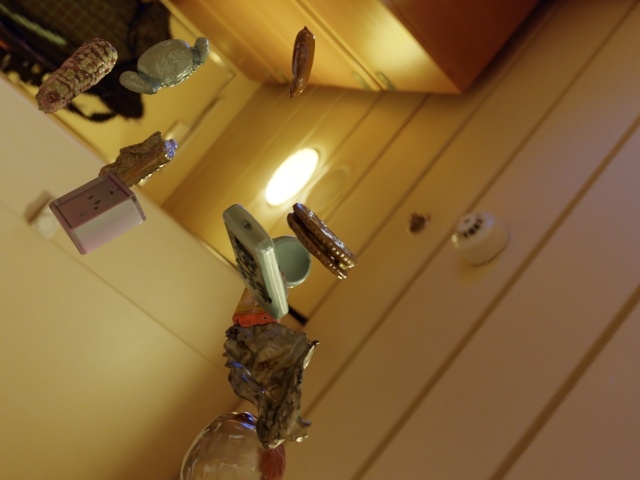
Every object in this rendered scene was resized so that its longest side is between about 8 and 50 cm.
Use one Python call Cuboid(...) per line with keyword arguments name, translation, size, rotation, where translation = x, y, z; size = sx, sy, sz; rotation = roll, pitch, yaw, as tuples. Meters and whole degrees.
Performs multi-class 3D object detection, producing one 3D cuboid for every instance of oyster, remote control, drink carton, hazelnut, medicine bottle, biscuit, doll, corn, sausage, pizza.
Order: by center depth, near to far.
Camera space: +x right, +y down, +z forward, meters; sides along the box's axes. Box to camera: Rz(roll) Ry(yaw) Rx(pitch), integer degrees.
Cuboid(name="oyster", translation=(-0.082, 0.273, 1.664), size=(0.198, 0.133, 0.337), rotation=(-13, -151, -10))
Cuboid(name="remote control", translation=(-0.131, 0.050, 1.723), size=(0.056, 0.296, 0.140), rotation=(-33, -120, -16))
Cuboid(name="doll", translation=(-0.326, -0.376, 1.793), size=(0.214, 0.071, 0.103), rotation=(-31, -120, -18))
Cuboid(name="hazelnut", translation=(-0.196, 0.527, 1.934), size=(0.261, 0.241, 0.261), rotation=(-25, -176, 2))
Cuboid(name="corn", translation=(-0.588, -0.398, 2.014), size=(0.092, 0.092, 0.280), rotation=(-24, -157, 41))
Cuboid(name="drink carton", translation=(-0.143, 0.157, 2.044), size=(0.096, 0.071, 0.223), rotation=(-9, -158, 10))
Cuboid(name="biscuit", translation=(0.000, 0.000, 2.056), size=(0.066, 0.220, 0.220), rotation=(-45, -155, 5))
Cuboid(name="sausage", translation=(-0.046, -0.442, 2.092), size=(0.062, 0.054, 0.183), rotation=(-128, -134, -83))
Cuboid(name="medicine bottle", translation=(-0.129, 0.064, 2.289), size=(0.139, 0.139, 0.225), rotation=(-58, -160, -21))
Cuboid(name="pizza", translation=(-0.508, -0.218, 2.315), size=(0.323, 0.089, 0.223), rotation=(-22, -154, 33))

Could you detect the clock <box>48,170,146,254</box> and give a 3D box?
Cuboid(name="clock", translation=(-0.444, -0.058, 1.673), size=(0.150, 0.063, 0.197), rotation=(-32, -150, -16))
